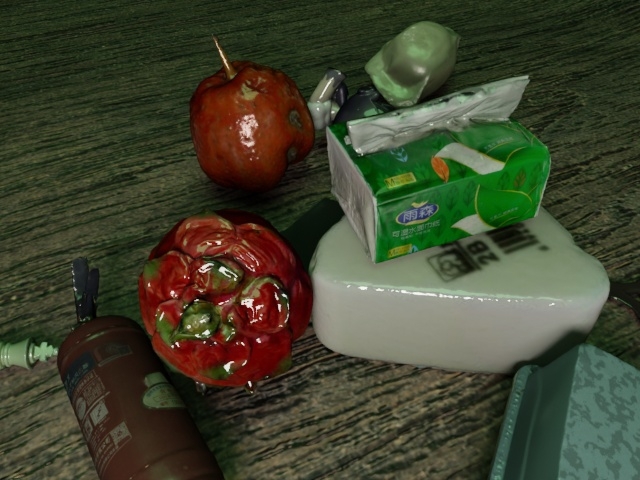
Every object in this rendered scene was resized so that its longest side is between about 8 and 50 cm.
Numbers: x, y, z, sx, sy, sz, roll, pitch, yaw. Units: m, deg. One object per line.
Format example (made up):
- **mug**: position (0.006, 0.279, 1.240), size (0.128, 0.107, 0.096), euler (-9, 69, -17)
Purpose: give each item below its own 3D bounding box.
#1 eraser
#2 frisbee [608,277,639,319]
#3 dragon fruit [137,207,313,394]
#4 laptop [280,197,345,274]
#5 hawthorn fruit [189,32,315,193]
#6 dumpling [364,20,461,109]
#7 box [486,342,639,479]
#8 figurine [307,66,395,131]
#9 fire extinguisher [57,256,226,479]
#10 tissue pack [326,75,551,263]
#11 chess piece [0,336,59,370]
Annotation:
- **eraser**: position (0.186, 0.038, 0.673), size (0.332, 0.149, 0.331), euler (0, 45, 0)
- **frisbee**: position (0.440, 0.075, 0.729), size (0.187, 0.012, 0.211), euler (-23, 48, -23)
- **dragon fruit**: position (-0.105, 0.063, 0.606), size (0.192, 0.274, 0.193), euler (37, 86, -3)
- **laptop**: position (0.000, 0.000, 0.797), size (0.129, 0.016, 0.180), euler (20, 46, 36)
- **hawthorn fruit**: position (-0.121, -0.210, 0.859), size (0.208, 0.243, 0.207), euler (-14, 34, 10)
- **dumpling**: position (0.196, -0.377, 1.121), size (0.162, 0.132, 0.250), euler (30, 67, 17)
- **box**: position (0.254, 0.218, 0.499), size (0.162, 0.130, 0.227), euler (29, 48, 8)
- **figurine**: position (0.065, -0.186, 0.907), size (0.145, 0.145, 0.222), euler (-33, 59, -29)
- **fire extinguisher**: position (-0.209, 0.149, 0.573), size (0.102, 0.138, 0.344), euler (-10, 42, -37)
- **tissue pack**: position (0.127, -0.097, 0.604), size (0.209, 0.156, 0.148), euler (-15, 43, -11)
- **chess piece**: position (-0.394, 0.138, 0.651), size (0.149, 0.059, 0.059), euler (-3, 44, -11)
